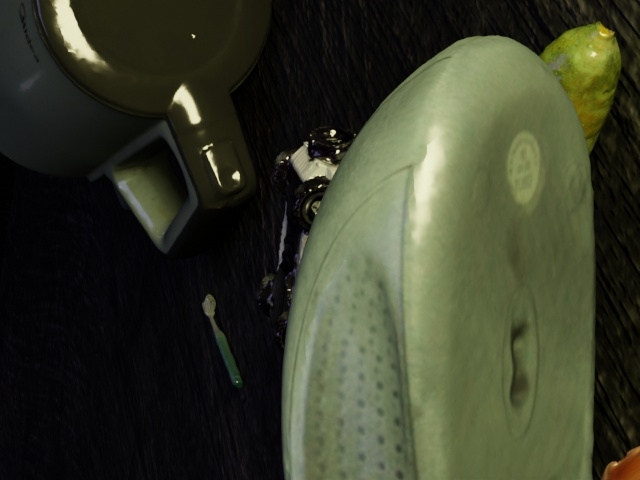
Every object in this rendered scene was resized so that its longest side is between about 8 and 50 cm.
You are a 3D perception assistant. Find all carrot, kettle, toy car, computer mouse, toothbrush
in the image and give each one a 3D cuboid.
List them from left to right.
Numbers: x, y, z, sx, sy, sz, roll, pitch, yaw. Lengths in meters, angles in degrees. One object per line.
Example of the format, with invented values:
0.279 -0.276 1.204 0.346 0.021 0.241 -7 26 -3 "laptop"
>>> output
-0.186 -0.153 1.864 0.377 0.250 0.361 -14 94 70 "kettle"
-0.092 0.093 1.815 0.167 0.011 0.014 -118 41 -61 "toothbrush"
0.000 0.000 1.418 0.080 0.070 0.170 -120 36 -63 "toy car"
0.057 0.085 0.969 0.122 0.188 0.371 1 94 35 "computer mouse"
0.094 0.006 1.113 0.358 0.074 0.074 116 153 -46 "carrot"

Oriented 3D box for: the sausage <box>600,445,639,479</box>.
0.198 0.177 0.666 0.419 0.094 0.094 -131 43 -67 "sausage"
